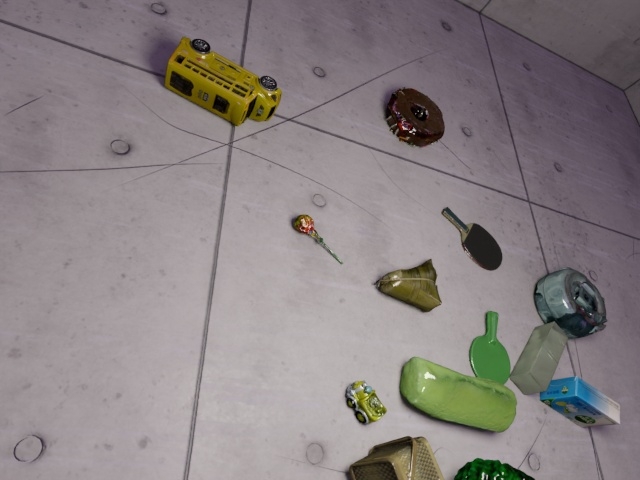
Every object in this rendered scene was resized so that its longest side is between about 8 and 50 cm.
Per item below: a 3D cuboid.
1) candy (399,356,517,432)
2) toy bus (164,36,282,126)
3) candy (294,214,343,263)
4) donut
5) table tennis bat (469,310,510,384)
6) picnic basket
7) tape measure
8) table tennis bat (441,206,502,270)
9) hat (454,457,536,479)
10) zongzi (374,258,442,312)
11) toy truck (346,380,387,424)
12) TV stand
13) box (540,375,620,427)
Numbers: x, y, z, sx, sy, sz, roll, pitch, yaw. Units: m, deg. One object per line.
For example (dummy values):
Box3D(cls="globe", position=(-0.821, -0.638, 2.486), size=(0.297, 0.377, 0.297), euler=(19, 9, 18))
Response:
Box3D(cls="candy", position=(0.394, 0.441, 1.246), size=(0.344, 0.132, 0.142), euler=(22, 98, -15))
Box3D(cls="toy bus", position=(-0.294, -0.463, 1.337), size=(0.332, 0.145, 0.151), euler=(26, 56, -11))
Box3D(cls="candy", position=(0.000, 0.000, 1.313), size=(0.201, 0.060, 0.060), euler=(46, 52, -10))
Box3D(cls="donut", position=(0.374, -0.485, 1.743), size=(0.270, 0.103, 0.269), euler=(13, 57, -21))
Box3D(cls="table tennis bat", position=(0.559, 0.351, 1.435), size=(0.161, 0.039, 0.256), euler=(24, 61, -15))
Box3D(cls="picnic basket", position=(0.198, 0.603, 1.006), size=(0.139, 0.165, 0.266), euler=(-4, 66, -42))
Box3D(cls="tape measure", position=(0.942, 0.228, 1.642), size=(0.256, 0.147, 0.275), euler=(45, 51, 0))
Box3D(cls="table tennis bat", position=(0.571, -0.011, 1.643), size=(0.301, 0.022, 0.173), euler=(42, 53, -4))
Box3D(cls="hat", position=(0.419, 0.717, 1.019), size=(0.274, 0.242, 0.332), euler=(35, 41, 2))
Box3D(cls="zongzi", position=(0.278, 0.102, 1.379), size=(0.205, 0.094, 0.204), euler=(23, 52, -16))
Box3D(cls="toy truck", position=(0.121, 0.413, 1.131), size=(0.076, 0.077, 0.111), euler=(-27, 80, -37))
Box3D(cls="TV stand", position=(0.744, 0.394, 1.479), size=(0.082, 0.088, 0.270), euler=(49, 53, 2))
Box3D(cls="box", position=(0.845, 0.528, 1.429), size=(0.194, 0.139, 0.073), euler=(33, 54, -9))
